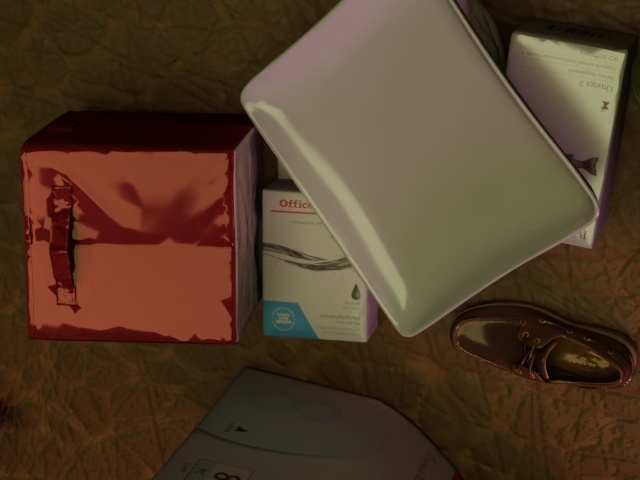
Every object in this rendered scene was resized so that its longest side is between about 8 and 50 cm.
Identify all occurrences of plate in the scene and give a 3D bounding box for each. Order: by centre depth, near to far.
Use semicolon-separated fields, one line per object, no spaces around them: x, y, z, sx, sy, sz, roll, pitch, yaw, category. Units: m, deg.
0.085;-0.084;1.614;0.278;0.045;0.277;55;137;2;plate

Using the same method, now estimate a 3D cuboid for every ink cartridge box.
0.063;0.240;1.667;0.384;0.308;0.091;11;107;11;ink cartridge box
0.000;0.000;1.754;0.104;0.060;0.180;3;104;13;ink cartridge box

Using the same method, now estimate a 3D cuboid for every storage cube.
-0.157;-0.017;1.716;0.193;0.215;0.184;1;103;7;storage cube

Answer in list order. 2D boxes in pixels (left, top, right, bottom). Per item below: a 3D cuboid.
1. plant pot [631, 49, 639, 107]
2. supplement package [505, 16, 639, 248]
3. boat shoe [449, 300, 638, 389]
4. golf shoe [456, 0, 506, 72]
0.440;0.019;1.511;0.366;0.366;0.353;2;119;14;plant pot
0.214;-0.097;1.652;0.105;0.105;0.179;11;106;12;supplement package
0.206;0.100;1.727;0.178;0.060;0.064;12;106;11;boat shoe
0.079;-0.219;1.636;0.115;0.140;0.306;-19;97;16;golf shoe
